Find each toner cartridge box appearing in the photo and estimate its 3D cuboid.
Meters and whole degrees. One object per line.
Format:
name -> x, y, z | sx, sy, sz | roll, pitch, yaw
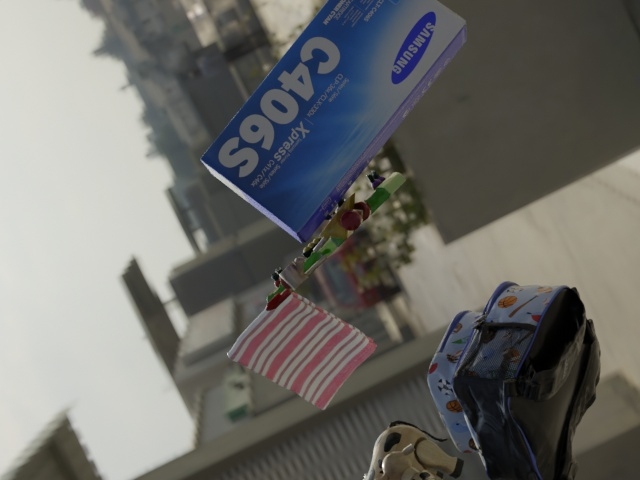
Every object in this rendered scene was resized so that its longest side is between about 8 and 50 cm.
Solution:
toner cartridge box -> 0.020, -0.183, 1.837 | 0.165, 0.347, 0.075 | 37, 175, 12

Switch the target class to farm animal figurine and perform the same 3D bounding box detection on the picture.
farm animal figurine -> 0.115, 0.405, 2.217 | 0.172, 0.330, 0.326 | 31, -143, -10

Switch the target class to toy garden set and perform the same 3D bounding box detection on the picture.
toy garden set -> 0.000, 0.000, 1.986 | 0.049, 0.244, 0.204 | 45, -160, 1

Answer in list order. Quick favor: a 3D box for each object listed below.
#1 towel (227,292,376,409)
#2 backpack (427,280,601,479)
towel -> -0.026, 0.170, 2.211 | 0.197, 0.144, 0.029 | 32, -166, -28
backpack -> 0.293, 0.194, 2.065 | 0.213, 0.263, 0.276 | 12, 140, 34
